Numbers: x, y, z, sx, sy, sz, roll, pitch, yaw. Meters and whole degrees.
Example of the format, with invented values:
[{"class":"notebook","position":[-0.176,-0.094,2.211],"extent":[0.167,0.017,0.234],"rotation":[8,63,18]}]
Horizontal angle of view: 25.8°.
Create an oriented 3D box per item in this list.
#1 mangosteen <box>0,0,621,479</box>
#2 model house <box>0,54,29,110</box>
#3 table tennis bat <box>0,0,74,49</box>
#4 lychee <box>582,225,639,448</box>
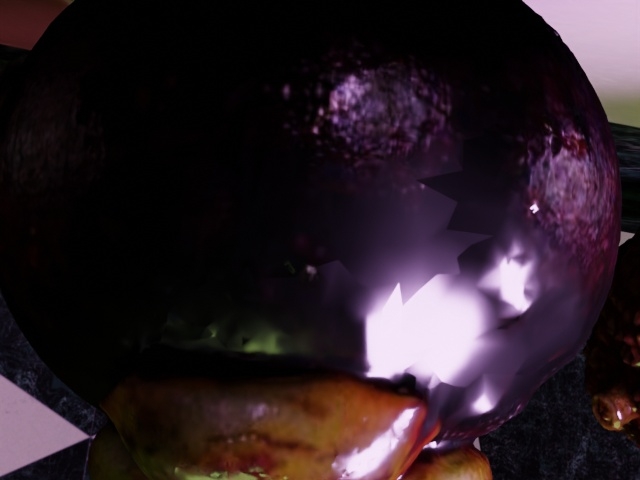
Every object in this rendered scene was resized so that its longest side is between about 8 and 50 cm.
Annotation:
[{"class":"mangosteen","position":[-0.007,0.021,0.471],"extent":[0.211,0.249,0.211],"rotation":[4,175,0]},{"class":"model house","position":[-0.155,-0.058,0.897],"extent":[0.152,0.106,0.165],"rotation":[5,171,40]},{"class":"table tennis bat","position":[-0.115,-0.105,0.634],"extent":[0.220,0.019,0.130],"rotation":[8,174,27]},{"class":"lychee","position":[0.321,0.078,1.049],"extent":[0.271,0.235,0.236],"rotation":[-14,-175,-18]}]
